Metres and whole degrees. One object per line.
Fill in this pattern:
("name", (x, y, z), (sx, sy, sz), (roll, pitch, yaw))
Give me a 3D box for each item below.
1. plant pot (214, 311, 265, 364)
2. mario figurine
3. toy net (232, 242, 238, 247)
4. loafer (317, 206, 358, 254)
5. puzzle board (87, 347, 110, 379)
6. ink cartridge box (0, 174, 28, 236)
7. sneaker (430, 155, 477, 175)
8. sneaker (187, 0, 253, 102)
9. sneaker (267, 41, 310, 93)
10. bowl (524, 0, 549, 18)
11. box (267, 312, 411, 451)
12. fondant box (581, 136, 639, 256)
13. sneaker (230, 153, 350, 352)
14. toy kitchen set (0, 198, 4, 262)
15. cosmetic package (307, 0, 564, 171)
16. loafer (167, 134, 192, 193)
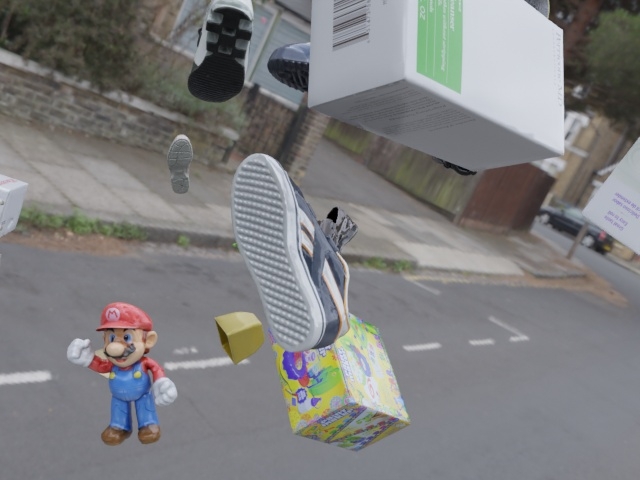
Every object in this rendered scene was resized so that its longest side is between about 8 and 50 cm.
("plant pot", (-0.166, 0.199, 1.520), (0.083, 0.081, 0.081), (-20, 31, -20))
("mario figurine", (-0.439, 0.297, 1.579), (0.198, 0.320, 0.170), (-8, 6, -33))
("toy net", (-0.125, -0.006, 2.011), (0.232, 0.122, 0.045), (-7, 66, -27))
("loafer", (0.000, 0.000, 1.432), (0.078, 0.080, 0.220), (59, 33, -13))
("puzzle board", (-0.539, 0.311, 1.794), (0.128, 0.011, 0.096), (18, 20, 29))
("ink cartridge box", (-0.896, -0.123, 1.726), (0.307, 0.129, 0.223), (19, 4, -13))
("sneaker", (0.307, -0.203, 1.609), (0.098, 0.135, 0.276), (10, -11, -10))
("sneaker", (-0.207, -0.435, 1.559), (0.122, 0.330, 0.146), (13, 59, -17))
("sneaker", (0.078, -0.298, 1.148), (0.319, 0.131, 0.112), (6, -15, -1))
("bowl", (0.481, -0.571, 1.799), (0.170, 0.170, 0.080), (18, 19, -33))
("box", (0.047, 0.339, 1.789), (0.279, 0.177, 0.290), (33, 31, -47))
("fondant box", (0.740, -0.114, 1.458), (0.238, 0.330, 0.096), (43, 23, 28))
("sneaker", (-0.045, 0.019, 1.131), (0.127, 0.126, 0.321), (4, 66, -52))
("toy kitchen set", (-0.723, -0.015, 1.453), (0.122, 0.166, 0.207), (3, -1, -18))
("cosmetic package", (0.162, -0.224, 0.912), (0.155, 0.196, 0.366), (-7, -11, 44))
("loafer", (-0.259, -0.144, 1.311), (0.045, 0.125, 0.039), (0, 42, -13))
